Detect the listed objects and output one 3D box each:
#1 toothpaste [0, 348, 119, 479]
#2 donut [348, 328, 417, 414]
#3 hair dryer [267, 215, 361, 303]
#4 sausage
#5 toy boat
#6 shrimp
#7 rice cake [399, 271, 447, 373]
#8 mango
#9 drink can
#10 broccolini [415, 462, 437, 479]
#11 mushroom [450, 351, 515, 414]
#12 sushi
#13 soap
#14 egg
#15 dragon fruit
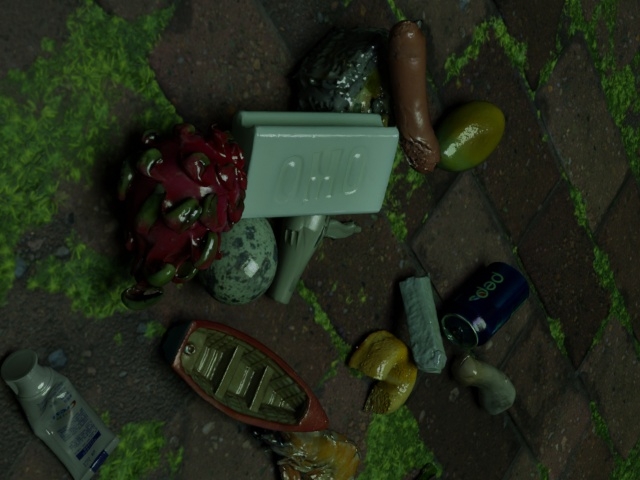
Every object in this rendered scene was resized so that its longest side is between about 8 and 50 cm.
[{"bbox_3d":[-0.388,0.264,1.547,0.096,0.061,0.266,-51,139,-26],"label":"toothpaste"},{"bbox_3d":[0.136,0.263,2.074,0.146,0.078,0.181,-41,130,-30],"label":"donut"},{"bbox_3d":[-0.021,0.021,1.863,0.219,0.088,0.225,-59,150,-8],"label":"hair dryer"},{"bbox_3d":[0.157,-0.242,1.762,0.078,0.078,0.304,-41,134,-32],"label":"sausage"},{"bbox_3d":[-0.124,0.247,1.793,0.392,0.079,0.136,38,70,-44],"label":"toy boat"},{"bbox_3d":[-0.036,0.422,1.948,0.317,0.062,0.164,32,83,-46],"label":"shrimp"},{"bbox_3d":[0.205,0.165,2.071,0.069,0.063,0.206,26,51,-66],"label":"rice cake"},{"bbox_3d":[0.295,-0.210,2.103,0.194,0.092,0.130,-29,122,-33],"label":"mango"},{"bbox_3d":[0.357,0.141,2.241,0.205,0.118,0.118,-39,126,-34],"label":"drink can"},{"bbox_3d":[0.178,0.578,2.218,0.254,0.057,0.071,-41,170,-28],"label":"broccolini"},{"bbox_3d":[0.369,0.318,2.328,0.223,0.092,0.081,43,25,-47],"label":"mushroom"},{"bbox_3d":[0.068,-0.277,1.812,0.274,0.139,0.184,-54,136,-26],"label":"sushi"},{"bbox_3d":[-0.017,-0.123,1.678,0.265,0.087,0.160,-3,121,-30],"label":"soap"},{"bbox_3d":[-0.135,0.021,1.684,0.132,0.132,0.172,25,65,-47],"label":"egg"},{"bbox_3d":[-0.206,-0.041,1.556,0.198,0.218,0.273,-3,109,-13],"label":"dragon fruit"}]
